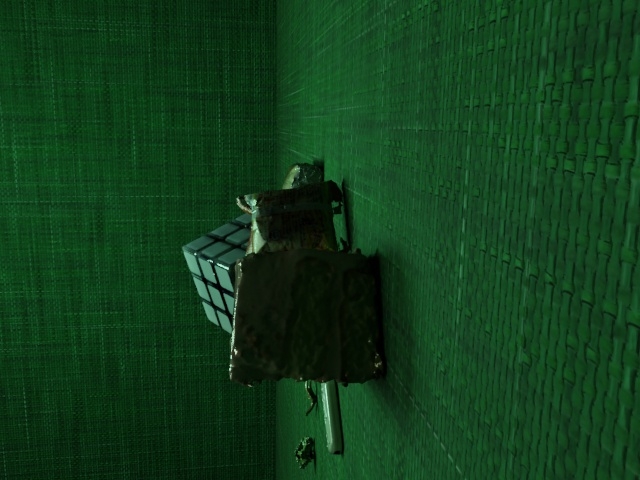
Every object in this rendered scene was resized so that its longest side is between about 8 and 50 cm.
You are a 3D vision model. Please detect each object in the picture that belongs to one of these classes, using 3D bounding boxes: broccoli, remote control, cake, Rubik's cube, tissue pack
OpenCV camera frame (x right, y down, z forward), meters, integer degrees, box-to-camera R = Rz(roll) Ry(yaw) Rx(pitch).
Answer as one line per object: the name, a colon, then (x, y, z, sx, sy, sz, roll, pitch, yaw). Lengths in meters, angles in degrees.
broccoli: (-0.056, 0.780, 2.227, 0.095, 0.097, 0.092, 56, 170, 10)
remote control: (0.030, 0.498, 1.728, 0.078, 0.042, 0.222, 105, 163, -57)
cake: (-0.045, 0.163, 1.325, 0.314, 0.306, 0.293, 132, 138, -77)
Rubik's cube: (-0.211, 0.111, 1.940, 0.303, 0.305, 0.301, 17, 128, 47)
tissue pack: (-0.074, -0.156, 2.057, 0.256, 0.122, 0.215, -143, 66, -78)

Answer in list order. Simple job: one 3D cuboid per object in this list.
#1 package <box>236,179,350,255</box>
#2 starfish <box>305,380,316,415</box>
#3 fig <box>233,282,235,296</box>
package: (-0.076, -0.047, 1.576, 0.108, 0.287, 0.224, 64, -164, -64)
starfish: (-0.033, 0.578, 2.155, 0.130, 0.041, 0.133, -88, -4, -59)
fig: (-0.176, 0.098, 1.664, 0.245, 0.149, 0.149, -102, 14, -56)
